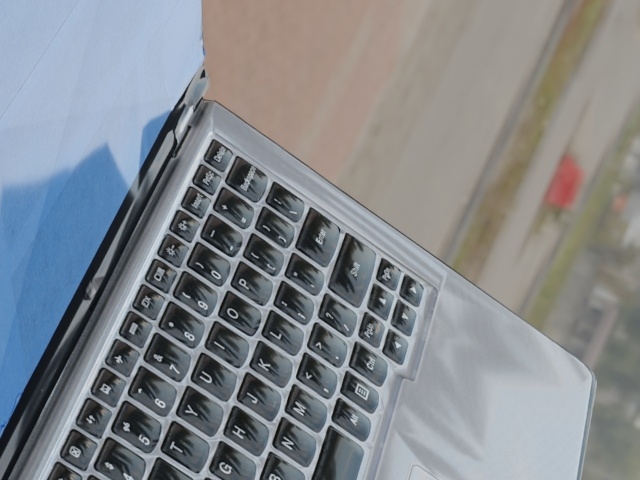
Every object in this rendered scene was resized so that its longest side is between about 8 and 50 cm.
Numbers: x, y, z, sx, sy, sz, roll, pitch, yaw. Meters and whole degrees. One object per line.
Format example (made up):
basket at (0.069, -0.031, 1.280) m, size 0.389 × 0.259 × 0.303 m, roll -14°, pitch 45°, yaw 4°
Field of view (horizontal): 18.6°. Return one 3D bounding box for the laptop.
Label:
laptop at (0.000, 0.000, 0.781) m, size 0.236 × 0.408 × 0.382 m, roll -48°, pitch -167°, yaw 35°
